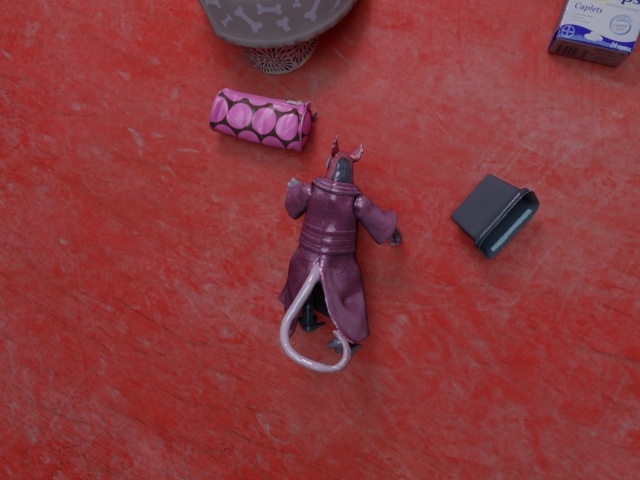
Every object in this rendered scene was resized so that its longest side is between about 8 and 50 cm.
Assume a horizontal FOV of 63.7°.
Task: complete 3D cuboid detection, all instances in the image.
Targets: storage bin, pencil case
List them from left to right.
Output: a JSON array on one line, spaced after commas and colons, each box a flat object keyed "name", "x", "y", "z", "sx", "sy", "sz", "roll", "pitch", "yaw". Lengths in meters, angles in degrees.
[{"name": "pencil case", "x": -0.118, "y": -0.245, "z": 1.028, "sx": 0.209, "sy": 0.095, "sz": 0.098, "roll": 13, "pitch": 126, "yaw": 11}, {"name": "storage bin", "x": 0.309, "y": -0.048, "z": 0.929, "sx": 0.135, "sy": 0.098, "sz": 0.091, "roll": -49, "pitch": 51, "yaw": 8}]

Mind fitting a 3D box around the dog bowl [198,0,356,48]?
[{"name": "dog bowl", "x": -0.090, "y": -0.529, "z": 0.963, "sx": 0.349, "sy": 0.102, "sz": 0.349, "roll": -3, "pitch": 67, "yaw": 8}]

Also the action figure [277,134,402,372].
[{"name": "action figure", "x": 0.000, "y": 0.000, "z": 0.914, "sx": 0.248, "sy": 0.276, "sz": 0.370, "roll": 11, "pitch": 105, "yaw": 19}]

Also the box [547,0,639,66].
[{"name": "box", "x": 0.488, "y": -0.392, "z": 0.900, "sx": 0.126, "sy": 0.072, "sz": 0.137, "roll": 18, "pitch": 92, "yaw": 12}]

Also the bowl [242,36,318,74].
[{"name": "bowl", "x": -0.093, "y": -0.428, "z": 1.032, "sx": 0.170, "sy": 0.080, "sz": 0.170, "roll": 0, "pitch": 89, "yaw": 13}]
